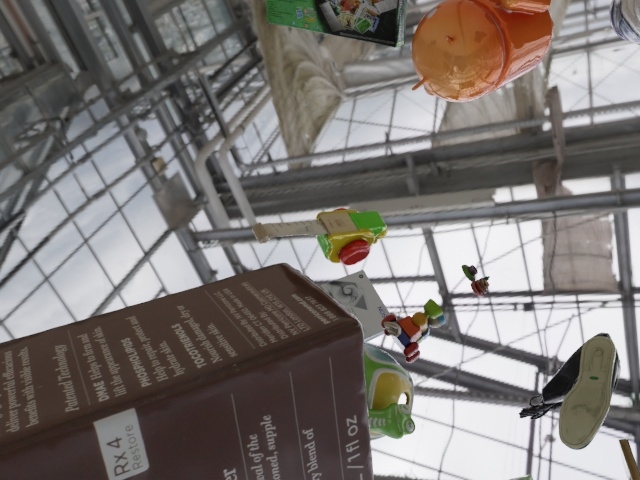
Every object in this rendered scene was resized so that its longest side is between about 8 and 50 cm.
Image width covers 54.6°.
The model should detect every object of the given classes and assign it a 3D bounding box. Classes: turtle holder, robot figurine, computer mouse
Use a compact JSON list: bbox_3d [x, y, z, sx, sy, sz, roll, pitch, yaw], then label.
[{"bbox_3d":[0.104,0.350,1.459,0.227,0.320,0.243,7,-113,-13],"label":"turtle holder"},{"bbox_3d":[0.203,-0.252,0.781,0.219,0.128,0.158,-31,-151,-33],"label":"robot figurine"},{"bbox_3d":[0.569,0.311,1.368,0.188,0.272,0.072,-13,-130,-33],"label":"computer mouse"}]

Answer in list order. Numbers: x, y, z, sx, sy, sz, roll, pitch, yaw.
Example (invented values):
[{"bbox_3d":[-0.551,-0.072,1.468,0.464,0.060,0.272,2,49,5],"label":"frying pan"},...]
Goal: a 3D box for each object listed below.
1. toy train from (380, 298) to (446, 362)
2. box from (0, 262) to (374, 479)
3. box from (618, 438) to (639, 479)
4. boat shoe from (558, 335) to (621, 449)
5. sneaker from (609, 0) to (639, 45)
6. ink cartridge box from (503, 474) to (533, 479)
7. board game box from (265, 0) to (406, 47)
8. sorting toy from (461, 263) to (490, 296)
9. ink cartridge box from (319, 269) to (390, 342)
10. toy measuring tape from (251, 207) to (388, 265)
[{"bbox_3d":[0.225,0.189,1.450,0.143,0.248,0.105,-37,-113,-5],"label":"toy train"},{"bbox_3d":[-0.156,0.163,0.409,0.381,0.191,0.143,-16,-157,-22],"label":"box"},{"bbox_3d":[0.638,0.526,1.233,0.021,0.164,0.201,-13,-160,17],"label":"box"},{"bbox_3d":[0.527,0.303,1.199,0.084,0.079,0.233,6,-125,41],"label":"boat shoe"},{"bbox_3d":[0.496,-0.358,0.720,0.323,0.130,0.236,-42,-178,20],"label":"sneaker"},{"bbox_3d":[0.144,0.393,0.784,0.255,0.097,0.188,-26,165,28],"label":"ink cartridge box"},{"bbox_3d":[0.014,-0.369,0.900,0.259,0.136,0.030,25,-137,36],"label":"board game box"},{"bbox_3d":[0.397,0.095,1.557,0.042,0.061,0.102,-37,-130,25],"label":"sorting toy"},{"bbox_3d":[0.087,0.219,1.917,0.224,0.045,0.223,-21,-118,-19],"label":"ink cartridge box"},{"bbox_3d":[0.000,0.000,1.250,0.330,0.121,0.121,-7,-161,-35],"label":"toy measuring tape"}]
